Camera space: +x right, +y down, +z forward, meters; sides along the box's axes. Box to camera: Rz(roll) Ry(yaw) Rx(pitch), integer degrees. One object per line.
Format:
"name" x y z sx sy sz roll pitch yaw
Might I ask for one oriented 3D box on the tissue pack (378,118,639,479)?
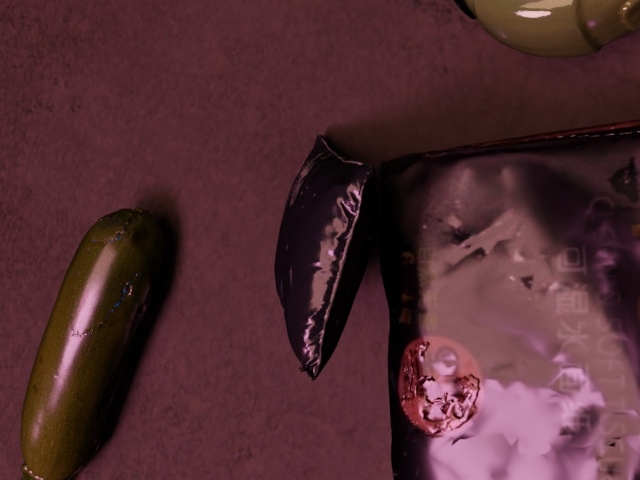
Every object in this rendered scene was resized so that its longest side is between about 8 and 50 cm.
"tissue pack" 0.188 0.051 0.515 0.332 0.123 0.245 -2 92 35

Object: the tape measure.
"tape measure" 0.150 -0.191 0.560 0.177 0.087 0.154 15 87 33

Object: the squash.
"squash" -0.221 0.120 0.834 0.087 0.087 0.331 34 111 30

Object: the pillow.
"pillow" 0.000 0.000 0.626 0.055 0.208 0.141 10 98 -7
